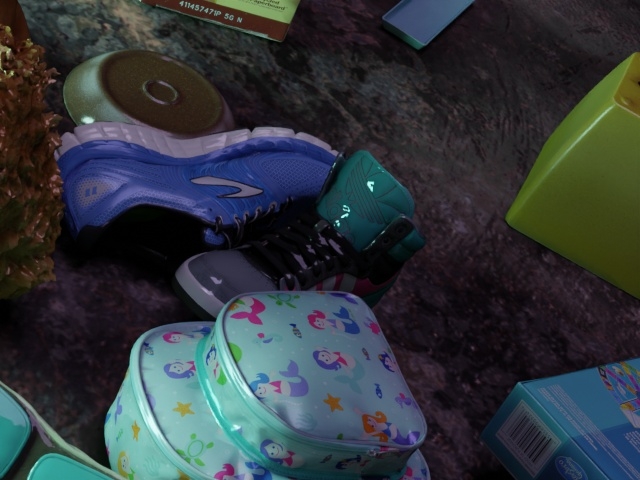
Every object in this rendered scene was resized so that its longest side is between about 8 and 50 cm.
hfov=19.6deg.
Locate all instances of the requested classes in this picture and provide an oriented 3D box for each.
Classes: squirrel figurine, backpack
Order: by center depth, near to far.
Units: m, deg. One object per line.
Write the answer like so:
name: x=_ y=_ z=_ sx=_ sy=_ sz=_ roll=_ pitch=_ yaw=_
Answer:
backpack: x=-0.047 y=0.159 z=1.574 sx=0.253 sy=0.191 sz=0.225 roll=-1 pitch=45 yaw=-26
squirrel figurine: x=-0.319 y=-0.160 z=1.626 sx=0.281 sy=0.370 sz=0.397 roll=-3 pitch=45 yaw=-35

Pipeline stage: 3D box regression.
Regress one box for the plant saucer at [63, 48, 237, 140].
plant saucer: x=-0.176 y=-0.148 z=1.989 sx=0.198 sy=0.036 sz=0.198 roll=17 pitch=36 yaw=-13

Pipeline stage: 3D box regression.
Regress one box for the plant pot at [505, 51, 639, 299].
plant pot: x=0.367 y=-0.086 z=2.125 sx=0.212 sy=0.187 sz=0.212 roll=29 pitch=36 yaw=4

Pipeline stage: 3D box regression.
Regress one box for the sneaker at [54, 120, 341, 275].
sneaker: x=-0.107 y=-0.025 z=1.828 sx=0.330 sy=0.130 sz=0.147 roll=-1 pitch=55 yaw=-25

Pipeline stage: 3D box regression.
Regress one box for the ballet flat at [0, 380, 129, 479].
ballet flat: x=-0.238 y=0.186 z=1.506 sx=0.248 sy=0.086 sz=0.086 roll=36 pitch=37 yaw=11

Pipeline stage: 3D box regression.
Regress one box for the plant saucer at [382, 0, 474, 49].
plant saucer: x=0.141 y=-0.296 z=2.386 sx=0.067 sy=0.018 sz=0.192 roll=33 pitch=35 yaw=9

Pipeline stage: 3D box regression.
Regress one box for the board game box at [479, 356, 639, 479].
board game box: x=0.346 y=0.229 z=1.776 sx=0.336 sy=0.079 sz=0.254 roll=-5 pitch=46 yaw=-49

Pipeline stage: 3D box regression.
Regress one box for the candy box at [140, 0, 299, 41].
candy box: x=-0.122 y=-0.384 z=2.269 sx=0.183 sy=0.087 sz=0.316 roll=15 pitch=37 yaw=-16

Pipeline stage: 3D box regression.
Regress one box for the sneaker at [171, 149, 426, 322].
sneaker: x=0.000 y=0.000 z=1.735 sx=0.124 sy=0.178 sz=0.295 roll=45 pitch=23 yaw=23
